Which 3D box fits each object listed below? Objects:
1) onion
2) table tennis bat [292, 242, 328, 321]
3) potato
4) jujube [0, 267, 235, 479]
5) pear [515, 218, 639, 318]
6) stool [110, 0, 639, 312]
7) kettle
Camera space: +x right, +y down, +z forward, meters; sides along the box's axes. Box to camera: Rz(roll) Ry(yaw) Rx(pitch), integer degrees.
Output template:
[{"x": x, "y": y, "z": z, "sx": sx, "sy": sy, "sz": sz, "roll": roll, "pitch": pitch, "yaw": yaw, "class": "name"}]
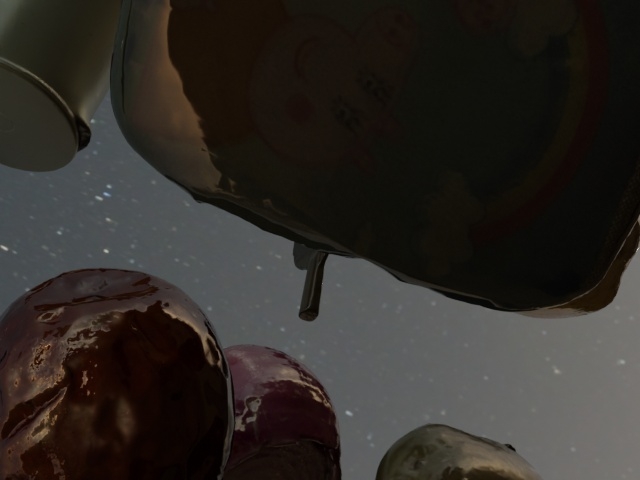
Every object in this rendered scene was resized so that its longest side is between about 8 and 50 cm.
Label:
[{"x": -0.075, "y": 0.193, "z": 0.894, "sx": 0.201, "sy": 0.201, "sz": 0.207, "roll": -36, "pitch": -41, "yaw": -28, "class": "onion"}, {"x": 0.000, "y": 0.000, "z": 1.204, "sx": 0.022, "sy": 0.131, "sz": 0.234, "roll": 28, "pitch": -132, "yaw": -21, "class": "table tennis bat"}, {"x": 0.097, "y": 0.229, "z": 0.695, "sx": 0.177, "sy": 0.160, "sz": 0.235, "roll": -91, "pitch": -13, "yaw": -45, "class": "potato"}, {"x": -0.139, "y": 0.148, "z": 0.645, "sx": 0.190, "sy": 0.190, "sz": 0.255, "roll": -24, "pitch": -61, "yaw": -35, "class": "jujube"}, {"x": 0.322, "y": -0.012, "z": 1.375, "sx": 0.271, "sy": 0.271, "sz": 0.271, "roll": -15, "pitch": -66, "yaw": -38, "class": "pear"}, {"x": 0.070, "y": -0.156, "z": 0.574, "sx": 0.226, "sy": 0.310, "sz": 0.310, "roll": -39, "pitch": -30, "yaw": -68, "class": "stool"}, {"x": -0.348, "y": -0.275, "z": 1.155, "sx": 0.265, "sy": 0.205, "sz": 0.318, "roll": 36, "pitch": -126, "yaw": -27, "class": "kettle"}]
